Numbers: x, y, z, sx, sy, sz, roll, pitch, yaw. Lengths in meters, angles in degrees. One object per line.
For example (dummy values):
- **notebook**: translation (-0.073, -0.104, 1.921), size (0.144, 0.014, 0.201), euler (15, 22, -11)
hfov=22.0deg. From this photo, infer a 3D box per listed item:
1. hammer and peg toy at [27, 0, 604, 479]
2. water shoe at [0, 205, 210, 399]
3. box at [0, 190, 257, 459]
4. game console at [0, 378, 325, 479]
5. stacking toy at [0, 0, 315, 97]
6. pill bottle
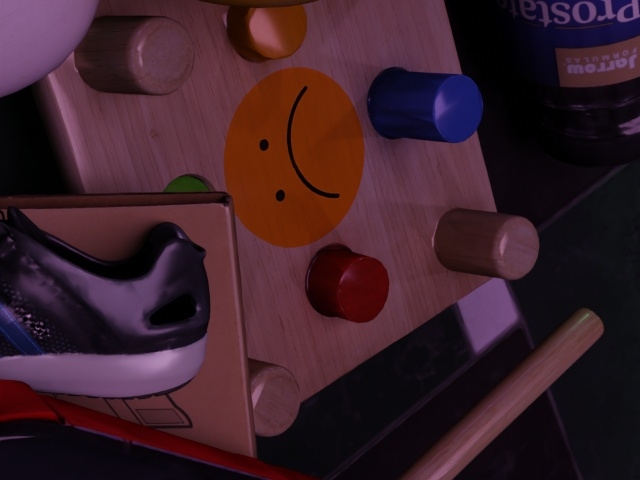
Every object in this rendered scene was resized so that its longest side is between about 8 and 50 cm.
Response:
- **hammer and peg toy**: translation (0.000, 0.000, 0.892), size (0.266, 0.127, 0.361), euler (-31, 114, -33)
- **water shoe**: translation (-0.149, 0.023, 0.713), size (0.203, 0.073, 0.080), euler (1, 102, -15)
- **box**: translation (-0.114, 0.074, 0.787), size (0.021, 0.164, 0.201), euler (-73, 160, -66)
- **game console**: translation (-0.131, 0.257, 0.767), size (0.342, 0.060, 0.386), euler (24, 105, -36)
- **stacking toy**: translation (-0.011, -0.213, 0.704), size (0.480, 0.350, 0.350), euler (-37, 117, -7)
- **pill bottle**: translation (0.160, -0.156, 0.980), size (0.123, 0.123, 0.219), euler (-41, 135, -27)
